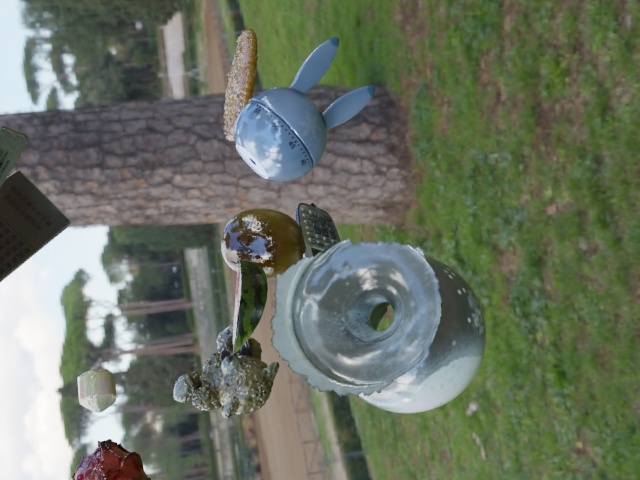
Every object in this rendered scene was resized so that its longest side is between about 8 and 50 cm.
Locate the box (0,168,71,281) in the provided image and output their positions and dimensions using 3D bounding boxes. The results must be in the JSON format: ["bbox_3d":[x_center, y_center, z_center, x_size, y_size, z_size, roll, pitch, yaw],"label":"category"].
[{"bbox_3d":[-0.741,-0.009,1.826,0.180,0.325,0.047,47,136,-8],"label":"box"}]

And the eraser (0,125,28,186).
[{"bbox_3d":[-0.713,-0.080,1.587,0.352,0.077,0.111,-59,-10,0],"label":"eraser"}]

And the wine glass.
[{"bbox_3d":[0.102,0.122,1.102,0.323,0.238,0.237,40,-143,-62],"label":"wine glass"}]

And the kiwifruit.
[{"bbox_3d":[-0.154,0.011,2.237,0.196,0.234,0.195,9,-90,-72],"label":"kiwifruit"}]

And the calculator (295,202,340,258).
[{"bbox_3d":[0.000,0.000,2.416,0.040,0.177,0.268,-31,55,35],"label":"calculator"}]

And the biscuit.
[{"bbox_3d":[-0.183,-0.346,1.800,0.254,0.035,0.253,-172,90,-73],"label":"biscuit"}]

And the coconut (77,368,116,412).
[{"bbox_3d":[-0.664,0.453,2.404,0.116,0.116,0.122,104,155,-65],"label":"coconut"}]

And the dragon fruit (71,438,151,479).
[{"bbox_3d":[-0.451,0.541,1.743,0.172,0.173,0.209,96,168,-55],"label":"dragon fruit"}]

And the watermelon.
[{"bbox_3d":[-0.170,0.134,1.826,0.119,0.063,0.245,-53,31,43],"label":"watermelon"}]

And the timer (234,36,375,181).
[{"bbox_3d":[-0.044,-0.214,1.396,0.255,0.175,0.175,-57,-15,-33],"label":"timer"}]

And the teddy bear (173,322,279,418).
[{"bbox_3d":[-0.220,0.351,2.041,0.156,0.267,0.256,51,160,-20],"label":"teddy bear"}]
